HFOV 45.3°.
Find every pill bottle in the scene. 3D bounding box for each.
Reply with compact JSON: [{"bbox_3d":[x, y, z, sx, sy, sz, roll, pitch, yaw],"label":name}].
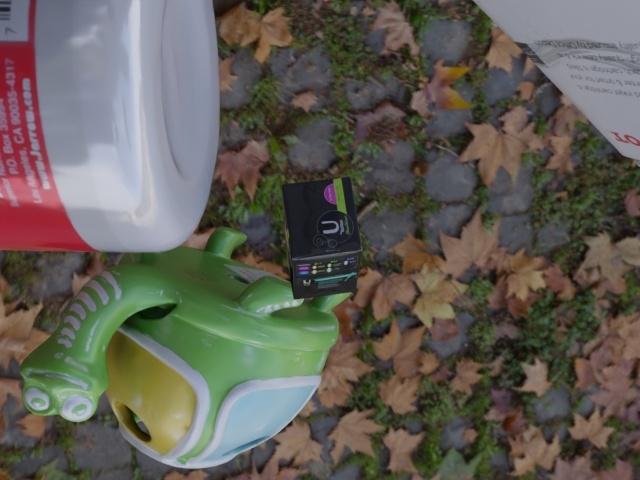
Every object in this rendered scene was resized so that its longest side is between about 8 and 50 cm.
[{"bbox_3d":[-0.286,-0.108,0.507,0.408,0.229,0.229,1,108,4],"label":"pill bottle"}]

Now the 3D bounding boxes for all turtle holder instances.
[{"bbox_3d":[-0.121,0.117,0.794,0.243,0.320,0.227,23,97,6],"label":"turtle holder"}]

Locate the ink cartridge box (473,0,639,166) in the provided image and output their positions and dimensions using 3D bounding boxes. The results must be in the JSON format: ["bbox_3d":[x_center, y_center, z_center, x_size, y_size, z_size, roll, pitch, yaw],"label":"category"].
[{"bbox_3d":[0.258,-0.219,0.589,0.395,0.285,0.166,37,92,-23],"label":"ink cartridge box"}]

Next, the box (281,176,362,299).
[{"bbox_3d":[0.000,0.000,0.573,0.052,0.083,0.062,-7,65,-4],"label":"box"}]
